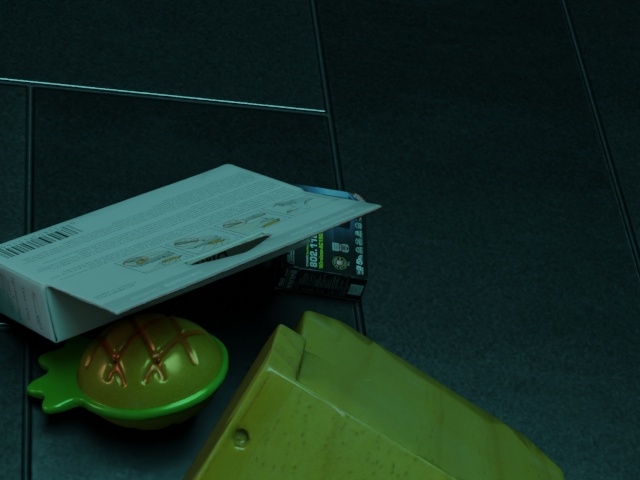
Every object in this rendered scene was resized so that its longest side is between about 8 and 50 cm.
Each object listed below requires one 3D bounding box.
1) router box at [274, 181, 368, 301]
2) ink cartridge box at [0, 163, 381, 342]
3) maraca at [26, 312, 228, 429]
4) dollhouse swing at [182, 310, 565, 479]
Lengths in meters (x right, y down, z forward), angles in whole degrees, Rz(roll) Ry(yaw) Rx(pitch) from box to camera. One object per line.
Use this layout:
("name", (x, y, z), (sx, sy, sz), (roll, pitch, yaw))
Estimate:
("router box", (0.000, 0.000, 1.769), (0.092, 0.038, 0.122), (8, 48, -10))
("ink cartridge box", (-0.130, 0.017, 1.603), (0.296, 0.066, 0.261), (-22, 24, -32))
("maraca", (-0.175, 0.120, 1.569), (0.186, 0.099, 0.127), (-3, 32, 11))
("dollhouse swing", (0.043, 0.263, 1.497), (0.347, 0.305, 0.315), (32, 85, -5))
